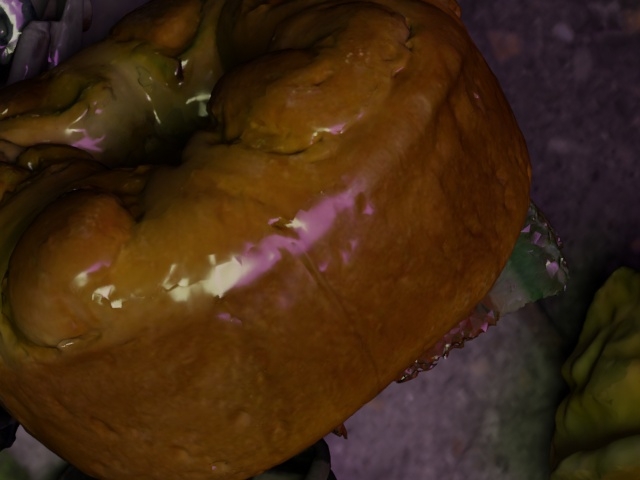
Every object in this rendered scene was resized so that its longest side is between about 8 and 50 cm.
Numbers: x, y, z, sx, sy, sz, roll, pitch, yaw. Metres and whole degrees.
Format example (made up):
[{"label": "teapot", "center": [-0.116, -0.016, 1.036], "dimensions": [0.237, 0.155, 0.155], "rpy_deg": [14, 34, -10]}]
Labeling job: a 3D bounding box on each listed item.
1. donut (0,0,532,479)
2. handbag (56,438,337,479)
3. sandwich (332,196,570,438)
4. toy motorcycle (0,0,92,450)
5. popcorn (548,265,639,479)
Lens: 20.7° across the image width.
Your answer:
[{"label": "donut", "center": [-0.037, -0.014, 0.610], "dimensions": [0.226, 0.226, 0.114], "rpy_deg": [-38, 115, -16]}, {"label": "handbag", "center": [-0.063, 0.289, 0.698], "dimensions": [0.327, 0.162, 0.325], "rpy_deg": [-47, 126, -54]}, {"label": "sandwich", "center": [0.002, -0.010, 0.789], "dimensions": [0.235, 0.079, 0.159], "rpy_deg": [41, 81, -28]}, {"label": "toy motorcycle", "center": [-0.123, -0.008, 0.724], "dimensions": [0.122, 0.082, 0.213], "rpy_deg": [-1, 99, -28]}, {"label": "popcorn", "center": [0.207, 0.121, 0.862], "dimensions": [0.217, 0.181, 0.235], "rpy_deg": [-46, 117, -11]}]
